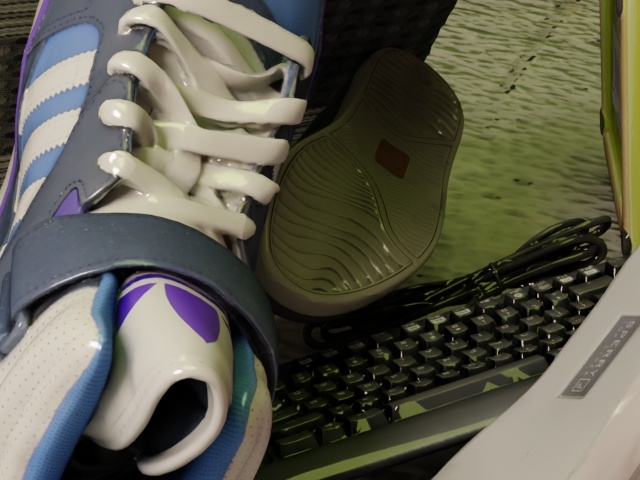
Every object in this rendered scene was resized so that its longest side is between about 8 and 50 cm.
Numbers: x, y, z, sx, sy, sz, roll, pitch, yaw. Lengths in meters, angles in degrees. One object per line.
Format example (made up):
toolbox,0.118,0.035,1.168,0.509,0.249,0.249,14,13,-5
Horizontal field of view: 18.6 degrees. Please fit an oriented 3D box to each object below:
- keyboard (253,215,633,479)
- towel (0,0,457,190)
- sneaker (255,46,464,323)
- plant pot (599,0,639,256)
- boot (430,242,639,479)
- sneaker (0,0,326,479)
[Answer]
keyboard,0.082,0.039,0.915,0.317,0.033,0.201,-16,16,-17
towel,-0.085,-0.108,0.984,0.324,0.312,0.056,-10,69,-17
sneaker,0.000,0.000,0.962,0.083,0.118,0.222,39,33,-3
plant pot,0.259,-0.093,1.058,0.207,0.227,0.228,-3,27,4
boot,0.132,0.105,0.776,0.258,0.123,0.095,-47,20,-16
sneaker,-0.051,-0.009,0.752,0.130,0.323,0.236,25,2,-26
